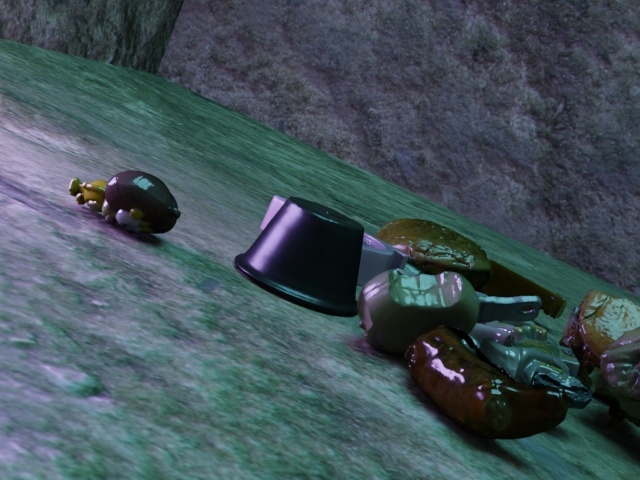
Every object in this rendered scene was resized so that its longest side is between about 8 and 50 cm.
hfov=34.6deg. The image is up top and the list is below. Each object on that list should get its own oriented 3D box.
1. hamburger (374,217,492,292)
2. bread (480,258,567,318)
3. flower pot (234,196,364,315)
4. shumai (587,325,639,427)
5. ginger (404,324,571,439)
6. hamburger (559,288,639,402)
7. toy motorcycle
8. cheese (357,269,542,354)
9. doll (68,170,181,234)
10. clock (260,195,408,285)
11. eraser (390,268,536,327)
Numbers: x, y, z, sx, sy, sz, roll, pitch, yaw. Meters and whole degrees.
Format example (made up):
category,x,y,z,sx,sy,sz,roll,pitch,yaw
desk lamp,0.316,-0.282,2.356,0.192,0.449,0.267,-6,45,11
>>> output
category,x,y,z,sx,sy,sz,roll,pitch,yaw
hamburger,0.247,0.035,2.266,0.265,0.134,0.285,24,8,-6
bread,0.469,0.127,2.408,0.226,0.088,0.049,33,11,39
flower pot,-0.017,0.015,1.778,0.235,0.148,0.235,21,9,-4
shumai,0.584,0.205,1.700,0.267,0.314,0.262,1,16,-31
ginger,0.211,0.198,1.443,0.133,0.107,0.309,13,10,-24
hamburger,0.576,0.219,1.923,0.245,0.155,0.282,-6,50,-1
toy motorcycle,0.316,0.195,1.699,0.223,0.108,0.341,15,10,2
cheese,0.203,0.107,1.600,0.286,0.163,0.082,-4,49,-4
doll,-0.317,-0.056,1.692,0.188,0.096,0.145,-4,-34,36
clock,0.000,0.000,2.071,0.290,0.080,0.275,27,11,24
eraser,0.255,0.136,1.915,0.279,0.081,0.124,17,11,-27
